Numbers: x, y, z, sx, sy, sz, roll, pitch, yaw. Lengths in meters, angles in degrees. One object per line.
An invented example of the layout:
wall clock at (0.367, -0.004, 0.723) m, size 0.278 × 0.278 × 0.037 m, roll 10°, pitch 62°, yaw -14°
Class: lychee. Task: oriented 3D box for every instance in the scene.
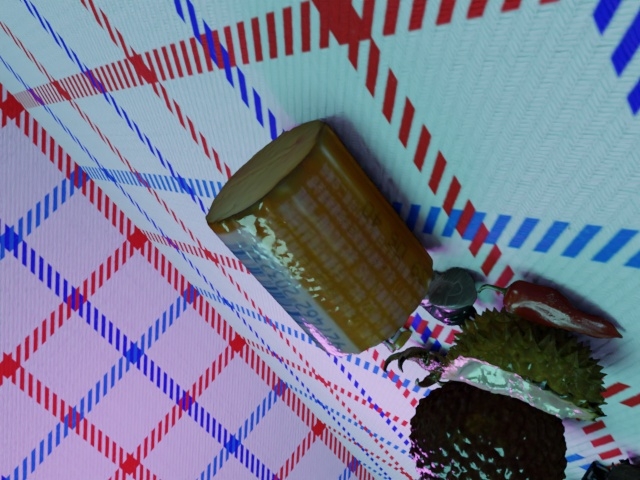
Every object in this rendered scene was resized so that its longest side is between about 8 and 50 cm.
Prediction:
lychee at (0.289, 0.357, 1.171) m, size 0.276 × 0.275 × 0.304 m, roll 67°, pitch -167°, yaw -52°

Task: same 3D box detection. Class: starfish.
starfish at (0.215, 0.259, 1.370) m, size 0.146 × 0.074 × 0.190 m, roll 30°, pitch 163°, yaw -15°

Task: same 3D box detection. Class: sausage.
sausage at (0.000, 0.000, 1.014) m, size 0.287 × 0.233 × 0.233 m, roll 49°, pitch 160°, yaw -20°

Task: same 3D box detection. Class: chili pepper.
chili pepper at (0.302, 0.089, 0.887) m, size 0.191 × 0.050 × 0.059 m, roll 20°, pitch 168°, yaw 23°

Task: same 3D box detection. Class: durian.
durian at (0.291, 0.164, 0.942) m, size 0.249 × 0.138 × 0.183 m, roll 20°, pitch 152°, yaw 42°

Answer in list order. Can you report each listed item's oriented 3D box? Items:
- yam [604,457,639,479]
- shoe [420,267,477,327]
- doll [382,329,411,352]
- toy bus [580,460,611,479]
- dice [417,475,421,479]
yam at (0.564, 0.436, 1.028) m, size 0.131 × 0.131 × 0.279 m, roll 51°, pitch 159°, yaw -25°
shoe at (0.213, 0.102, 1.069) m, size 0.099 × 0.071 × 0.169 m, roll 43°, pitch 165°, yaw -13°
doll at (0.042, 0.141, 1.430) m, size 0.316 × 0.103 × 0.145 m, roll 31°, pitch -175°, yaw 2°
toy bus at (0.586, 0.543, 1.201) m, size 0.276 × 0.133 × 0.165 m, roll 29°, pitch 157°, yaw 36°
dice at (0.370, 0.681, 1.633) m, size 0.318 × 0.322 × 0.330 m, roll 35°, pitch 159°, yaw 20°
